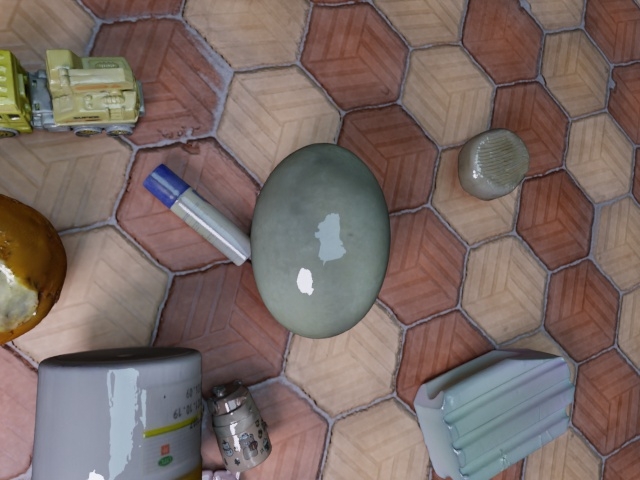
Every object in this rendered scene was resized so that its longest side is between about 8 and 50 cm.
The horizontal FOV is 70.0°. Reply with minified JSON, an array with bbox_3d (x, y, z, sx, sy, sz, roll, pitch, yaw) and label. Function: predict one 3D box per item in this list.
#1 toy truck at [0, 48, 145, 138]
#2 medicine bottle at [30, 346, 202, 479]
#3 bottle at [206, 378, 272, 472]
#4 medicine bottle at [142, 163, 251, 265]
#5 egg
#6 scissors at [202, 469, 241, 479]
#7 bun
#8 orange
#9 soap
[{"bbox_3d":[-0.437,-0.247,0.753,0.273,0.157,0.124,-6,86,-21],"label":"toy truck"},{"bbox_3d":[-0.301,0.289,0.699,0.238,0.238,0.231,3,82,-20],"label":"medicine bottle"},{"bbox_3d":[-0.149,0.324,0.827,0.099,0.099,0.152,-19,92,-21],"label":"bottle"},{"bbox_3d":[-0.224,-0.046,0.860,0.231,0.059,0.059,42,72,-11],"label":"medicine bottle"},{"bbox_3d":[0.000,0.000,0.831,0.259,0.258,0.351,5,80,-20],"label":"egg"},{"bbox_3d":[-0.212,0.560,0.818,0.160,0.024,0.317,10,84,-21],"label":"scissors"},{"bbox_3d":[0.396,-0.175,1.074,0.173,0.113,0.166,9,88,-20],"label":"bun"},{"bbox_3d":[-0.503,0.041,0.662,0.240,0.240,0.239,2,83,-20],"label":"orange"},{"bbox_3d":[0.394,0.364,1.010,0.347,0.115,0.208,-18,91,-21],"label":"soap"}]
